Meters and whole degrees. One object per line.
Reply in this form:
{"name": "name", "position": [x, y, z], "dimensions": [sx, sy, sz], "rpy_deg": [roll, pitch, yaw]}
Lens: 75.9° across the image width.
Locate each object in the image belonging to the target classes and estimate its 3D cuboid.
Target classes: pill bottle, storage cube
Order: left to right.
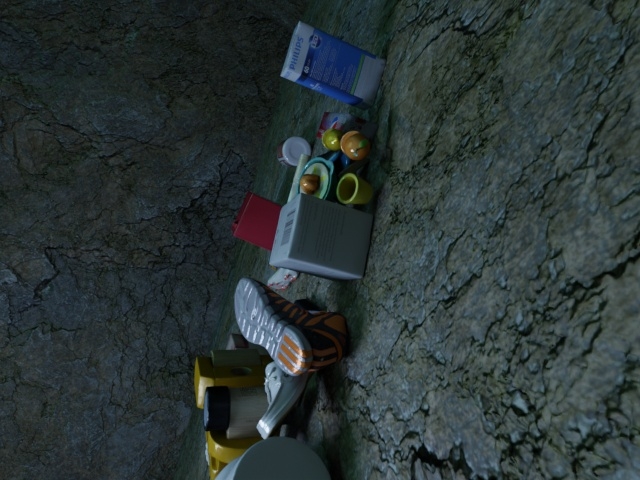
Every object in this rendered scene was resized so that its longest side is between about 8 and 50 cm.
{"name": "pill bottle", "position": [-0.135, 0.561, 0.804], "dimensions": [0.224, 0.224, 0.392], "rpy_deg": [-95, 27, -49]}
{"name": "storage cube", "position": [-0.253, -0.085, 1.763], "dimensions": [0.193, 0.215, 0.184], "rpy_deg": [-66, 17, 4]}
{"name": "pill bottle", "position": [-0.120, -0.375, 1.746], "dimensions": [0.216, 0.121, 0.121], "rpy_deg": [-151, 78, -72]}

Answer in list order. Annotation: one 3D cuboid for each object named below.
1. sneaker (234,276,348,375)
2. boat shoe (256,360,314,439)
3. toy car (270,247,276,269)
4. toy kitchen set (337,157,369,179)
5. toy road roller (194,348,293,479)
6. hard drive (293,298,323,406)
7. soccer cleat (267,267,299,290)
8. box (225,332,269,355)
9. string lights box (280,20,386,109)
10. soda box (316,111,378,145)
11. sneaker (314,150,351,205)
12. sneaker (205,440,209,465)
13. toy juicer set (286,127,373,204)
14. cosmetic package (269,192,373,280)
{"name": "sneaker", "position": [-0.065, 0.189, 0.947], "dimensions": [0.321, 0.180, 0.124], "rpy_deg": [38, 115, 43]}
{"name": "boat shoe", "position": [-0.082, 0.307, 0.894], "dimensions": [0.098, 0.096, 0.277], "rpy_deg": [-58, -5, 25]}
{"name": "toy car", "position": [-0.170, 0.066, 1.684], "dimensions": [0.040, 0.060, 0.122], "rpy_deg": [32, 132, 28]}
{"name": "toy kitchen set", "position": [0.092, -0.160, 1.065], "dimensions": [0.083, 0.075, 0.068], "rpy_deg": [-38, 7, -26]}
{"name": "toy road roller", "position": [-0.208, 0.435, 1.028], "dimensions": [0.329, 0.203, 0.240], "rpy_deg": [-155, 71, -68]}
{"name": "hard drive", "position": [-0.066, 0.291, 1.108], "dimensions": [0.172, 0.054, 0.254], "rpy_deg": [-163, 89, -72]}
{"name": "soccer cleat", "position": [-0.125, 0.120, 1.432], "dimensions": [0.196, 0.068, 0.076], "rpy_deg": [-35, 37, 53]}
{"name": "box", "position": [-0.277, 0.449, 1.494], "dimensions": [0.232, 0.127, 0.148], "rpy_deg": [-168, 95, -73]}
{"name": "string lights box", "position": [0.036, -0.473, 1.127], "dimensions": [0.077, 0.260, 0.133], "rpy_deg": [-157, 84, -72]}
{"name": "soda box", "position": [0.067, -0.311, 1.169], "dimensions": [0.263, 0.092, 0.083], "rpy_deg": [-127, 54, -68]}
{"name": "sneaker", "position": [0.001, -0.099, 1.137], "dimensions": [0.140, 0.125, 0.340], "rpy_deg": [-16, 61, 64]}
{"name": "sneaker", "position": [-0.352, 0.719, 1.537], "dimensions": [0.118, 0.107, 0.279], "rpy_deg": [-27, 51, 54]}
{"name": "toy juicer set", "position": [-0.009, -0.174, 1.022], "dimensions": [0.329, 0.089, 0.209], "rpy_deg": [-6, 78, 50]}
{"name": "cosmetic package", "position": [0.000, 0.000, 0.949], "dimensions": [0.151, 0.184, 0.151], "rpy_deg": [158, 126, -67]}
